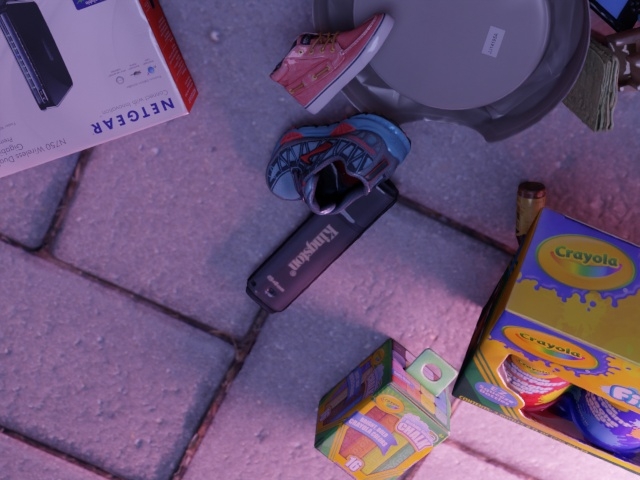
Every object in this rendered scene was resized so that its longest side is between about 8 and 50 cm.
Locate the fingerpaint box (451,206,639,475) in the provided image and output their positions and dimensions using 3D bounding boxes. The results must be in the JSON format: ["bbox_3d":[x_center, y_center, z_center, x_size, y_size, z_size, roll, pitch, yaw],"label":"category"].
[{"bbox_3d":[0.430,0.177,1.630,0.444,0.163,0.371,23,156,4],"label":"fingerpaint box"}]

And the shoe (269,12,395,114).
[{"bbox_3d":[0.011,-0.238,1.553,0.081,0.063,0.178,37,129,-13],"label":"shoe"}]

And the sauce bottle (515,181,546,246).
[{"bbox_3d":[0.298,-0.019,1.758,0.042,0.042,0.128,1,114,4],"label":"sauce bottle"}]

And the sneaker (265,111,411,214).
[{"bbox_3d":[-0.003,-0.091,1.659,0.104,0.125,0.262,45,146,-20],"label":"sneaker"}]

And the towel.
[{"bbox_3d":[0.346,-0.211,1.605,0.027,0.148,0.110,-5,118,-16],"label":"towel"}]

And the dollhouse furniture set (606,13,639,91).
[{"bbox_3d":[0.460,-0.305,1.426,0.198,0.303,0.286,-10,107,-1],"label":"dollhouse furniture set"}]

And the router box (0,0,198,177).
[{"bbox_3d":[-0.377,-0.267,1.672,0.335,0.082,0.301,-18,113,13],"label":"router box"}]

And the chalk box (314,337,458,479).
[{"bbox_3d":[0.111,0.251,1.857,0.132,0.132,0.213,40,113,-15],"label":"chalk box"}]

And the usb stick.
[{"bbox_3d":[0.000,0.000,1.792,0.077,0.045,0.278,39,113,-15],"label":"usb stick"}]

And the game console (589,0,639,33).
[{"bbox_3d":[0.386,-0.343,1.573,0.122,0.071,0.107,39,70,-13],"label":"game console"}]

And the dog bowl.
[{"bbox_3d":[0.170,-0.293,1.570,0.348,0.102,0.349,8,124,13],"label":"dog bowl"}]
